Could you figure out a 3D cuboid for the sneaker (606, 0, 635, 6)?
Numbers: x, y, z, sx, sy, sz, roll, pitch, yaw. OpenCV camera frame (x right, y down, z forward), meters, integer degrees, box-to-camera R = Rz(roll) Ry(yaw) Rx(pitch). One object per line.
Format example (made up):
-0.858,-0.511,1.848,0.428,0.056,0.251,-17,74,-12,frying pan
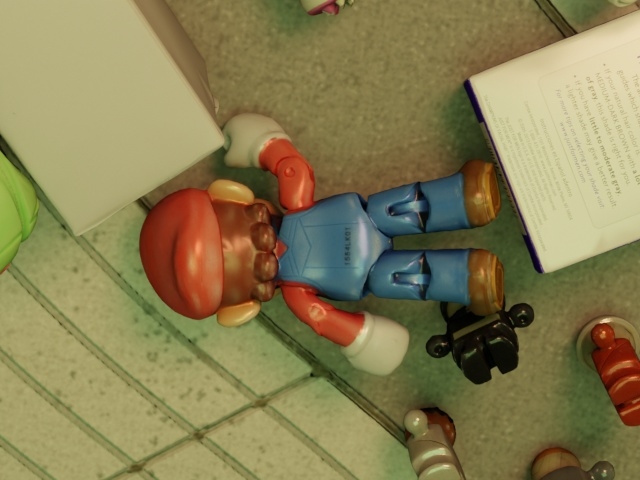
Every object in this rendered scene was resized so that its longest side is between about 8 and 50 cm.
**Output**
0.285,-0.336,1.476,0.169,0.108,0.292,40,112,27,sneaker

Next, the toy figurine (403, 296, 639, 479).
0.184,0.153,1.628,0.213,0.148,0.210,14,110,-9,toy figurine

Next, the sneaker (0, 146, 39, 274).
-0.459,-0.064,1.456,0.482,0.185,0.202,-3,125,18,sneaker

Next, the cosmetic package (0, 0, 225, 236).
-0.242,-0.221,1.435,0.156,0.217,0.385,-30,113,5,cosmetic package

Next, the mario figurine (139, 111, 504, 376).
0.000,0.000,1.577,0.320,0.198,0.170,-1,143,11,mario figurine

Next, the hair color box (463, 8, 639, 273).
0.313,-0.117,1.558,0.338,0.110,0.185,-21,92,4,hair color box

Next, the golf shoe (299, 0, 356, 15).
0.064,-0.332,1.503,0.140,0.115,0.306,44,92,2,golf shoe
